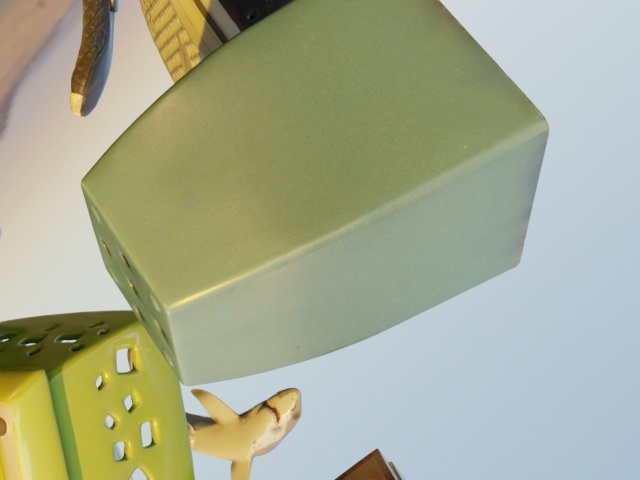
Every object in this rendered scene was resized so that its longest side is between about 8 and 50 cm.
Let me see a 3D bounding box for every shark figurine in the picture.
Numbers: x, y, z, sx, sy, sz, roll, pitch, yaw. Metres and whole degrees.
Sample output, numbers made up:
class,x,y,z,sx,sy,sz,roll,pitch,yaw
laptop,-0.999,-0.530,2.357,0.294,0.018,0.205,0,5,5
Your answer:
class,x,y,z,sx,sy,sz,roll,pitch,yaw
shark figurine,-0.127,0.219,1.703,0.116,0.278,0.166,-15,114,-53

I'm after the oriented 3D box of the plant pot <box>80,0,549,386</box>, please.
class,x,y,z,sx,sy,sz,roll,pitch,yaw
plant pot,-0.012,-0.026,0.835,0.234,0.165,0.165,-30,154,-16

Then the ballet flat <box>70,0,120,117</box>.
class,x,y,z,sx,sy,sz,roll,pitch,yaw
ballet flat,-0.258,-0.221,1.535,0.057,0.049,0.173,57,40,-78

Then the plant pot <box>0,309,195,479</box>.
class,x,y,z,sx,sy,sz,roll,pitch,yaw
plant pot,-0.272,0.198,1.278,0.228,0.227,0.207,-6,-173,28

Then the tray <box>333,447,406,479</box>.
class,x,y,z,sx,sy,sz,roll,pitch,yaw
tray,0.173,0.426,1.482,0.076,0.411,0.203,-38,-165,-1

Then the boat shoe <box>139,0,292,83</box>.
class,x,y,z,sx,sy,sz,roll,pitch,yaw
boat shoe,-0.071,-0.223,1.226,0.156,0.187,0.500,-20,-128,-13

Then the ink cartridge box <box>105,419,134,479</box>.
class,x,y,z,sx,sy,sz,roll,pitch,yaw
ink cartridge box,-0.328,0.393,1.763,0.166,0.395,0.285,-28,170,7

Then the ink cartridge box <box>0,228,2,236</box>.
class,x,y,z,sx,sy,sz,roll,pitch,yaw
ink cartridge box,-0.430,0.034,1.401,0.115,0.198,0.273,-8,-131,8
